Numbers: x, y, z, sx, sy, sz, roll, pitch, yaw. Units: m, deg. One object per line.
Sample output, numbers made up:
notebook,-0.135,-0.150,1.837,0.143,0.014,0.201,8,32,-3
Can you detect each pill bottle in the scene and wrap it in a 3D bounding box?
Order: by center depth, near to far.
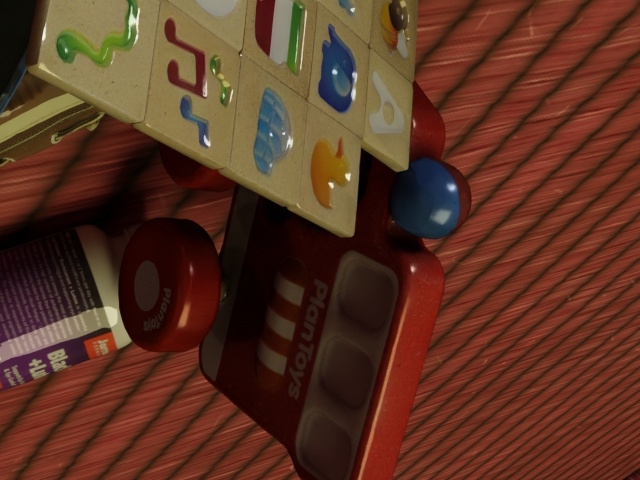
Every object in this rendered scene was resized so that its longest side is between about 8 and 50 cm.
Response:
pill bottle,-0.215,0.050,0.819,0.193,0.108,0.108,-19,150,-14

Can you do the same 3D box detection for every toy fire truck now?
toy fire truck,0.000,0.000,0.713,0.169,0.254,0.302,6,104,-40

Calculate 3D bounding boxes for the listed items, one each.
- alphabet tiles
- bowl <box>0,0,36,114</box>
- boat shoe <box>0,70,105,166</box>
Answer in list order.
alphabet tiles,-0.033,-0.167,0.487,0.011,0.285,0.342,-5,162,32
bowl,-0.245,-0.106,0.395,0.391,0.077,0.391,-51,166,-18
boat shoe,-0.163,-0.113,0.641,0.257,0.095,0.095,-23,165,4
